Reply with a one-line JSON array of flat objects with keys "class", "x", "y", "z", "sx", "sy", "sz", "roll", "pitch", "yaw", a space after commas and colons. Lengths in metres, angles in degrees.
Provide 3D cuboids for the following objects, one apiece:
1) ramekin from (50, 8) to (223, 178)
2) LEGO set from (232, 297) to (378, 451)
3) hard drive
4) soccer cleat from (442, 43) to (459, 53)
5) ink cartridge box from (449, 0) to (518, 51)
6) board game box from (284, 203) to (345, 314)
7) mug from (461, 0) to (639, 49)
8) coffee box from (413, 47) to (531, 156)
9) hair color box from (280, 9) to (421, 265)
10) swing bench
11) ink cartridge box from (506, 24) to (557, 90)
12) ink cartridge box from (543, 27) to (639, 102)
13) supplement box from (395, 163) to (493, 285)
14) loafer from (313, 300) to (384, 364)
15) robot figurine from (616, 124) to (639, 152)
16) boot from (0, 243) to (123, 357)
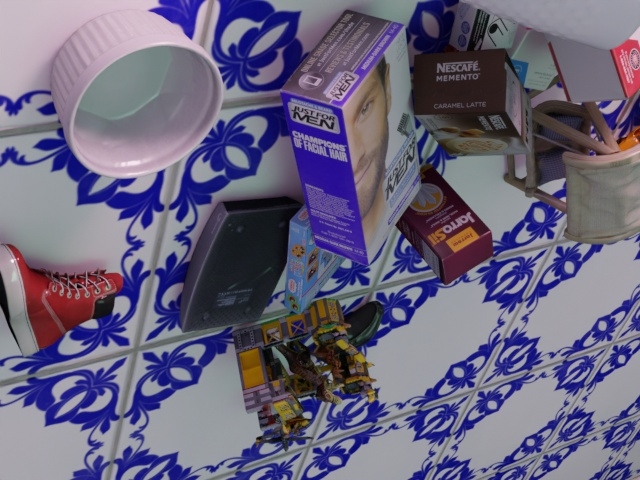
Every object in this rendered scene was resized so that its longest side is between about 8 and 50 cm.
[{"class": "ramekin", "x": -0.236, "y": -0.189, "z": 1.332, "sx": 0.207, "sy": 0.109, "sz": 0.207, "roll": -23, "pitch": 143, "yaw": -19}, {"class": "LEGO set", "x": -0.019, "y": 0.272, "z": 1.946, "sx": 0.255, "sy": 0.192, "sz": 0.331, "roll": -13, "pitch": 146, "yaw": -1}, {"class": "hard drive", "x": -0.135, "y": 0.036, "z": 1.735, "sx": 0.172, "sy": 0.054, "sz": 0.254, "roll": -7, "pitch": 135, "yaw": -37}, {"class": "soccer cleat", "x": 0.225, "y": -0.317, "z": 1.672, "sx": 0.083, "sy": 0.029, "sz": 0.035, "roll": -53, "pitch": 155, "yaw": 23}, {"class": "ink cartridge box", "x": 0.262, "y": -0.383, "z": 1.581, "sx": 0.097, "sy": 0.046, "sz": 0.207, "roll": -13, "pitch": 130, "yaw": -32}, {"class": "board game box", "x": 0.000, "y": 0.000, "z": 1.771, "sx": 0.160, "sy": 0.039, "sz": 0.211, "roll": -49, "pitch": 158, "yaw": -38}, {"class": "mug", "x": 0.260, "y": -0.459, "z": 1.313, "sx": 0.328, "sy": 0.276, "sz": 0.374, "roll": 16, "pitch": 88, "yaw": -7}, {"class": "coffee box", "x": 0.240, "y": -0.207, "z": 1.647, "sx": 0.141, "sy": 0.098, "sz": 0.246, "roll": -1, "pitch": 170, "yaw": 18}, {"class": "hair color box", "x": 0.055, "y": -0.144, "z": 1.571, "sx": 0.185, "sy": 0.110, "sz": 0.339, "roll": -55, "pitch": 150, "yaw": -30}, {"class": "swing bench", "x": 0.456, "y": -0.141, "z": 1.883, "sx": 0.165, "sy": 0.254, "sz": 0.253, "roll": -32, "pitch": 145, "yaw": -8}, {"class": "ink cartridge box", "x": 0.357, "y": -0.359, "z": 1.695, "sx": 0.134, "sy": 0.078, "sz": 0.231, "roll": 0, "pitch": 131, "yaw": -42}, {"class": "ink cartridge box", "x": 0.459, "y": -0.360, "z": 1.613, "sx": 0.273, "sy": 0.114, "sz": 0.197, "roll": -41, "pitch": 118, "yaw": -32}, {"class": "supplement box", "x": 0.203, "y": -0.030, "z": 1.844, "sx": 0.104, "sy": 0.188, "sz": 0.081, "roll": -31, "pitch": 145, "yaw": -10}, {"class": "loafer", "x": 0.056, "y": 0.181, "z": 2.075, "sx": 0.061, "sy": 0.062, "sz": 0.170, "roll": 21, "pitch": 115, "yaw": -48}, {"class": "robot figurine", "x": 0.683, "y": -0.215, "z": 2.106, "sx": 0.291, "sy": 0.085, "sz": 0.211, "roll": -35, "pitch": 175, "yaw": 5}, {"class": "boot", "x": -0.373, "y": 0.057, "z": 1.523, "sx": 0.176, "sy": 0.088, "sz": 0.244, "roll": -26, "pitch": 152, "yaw": -18}]
